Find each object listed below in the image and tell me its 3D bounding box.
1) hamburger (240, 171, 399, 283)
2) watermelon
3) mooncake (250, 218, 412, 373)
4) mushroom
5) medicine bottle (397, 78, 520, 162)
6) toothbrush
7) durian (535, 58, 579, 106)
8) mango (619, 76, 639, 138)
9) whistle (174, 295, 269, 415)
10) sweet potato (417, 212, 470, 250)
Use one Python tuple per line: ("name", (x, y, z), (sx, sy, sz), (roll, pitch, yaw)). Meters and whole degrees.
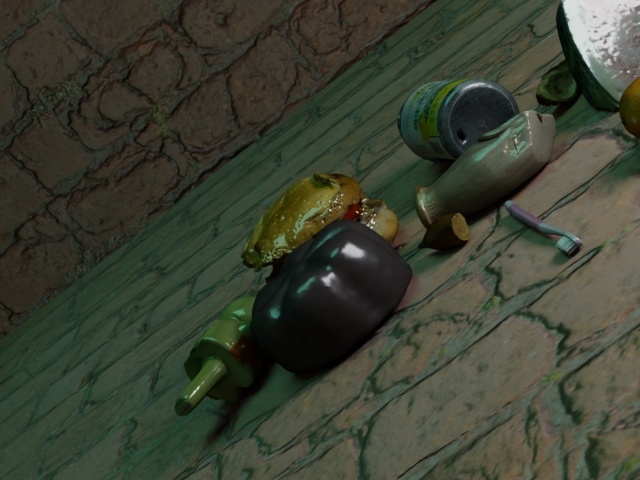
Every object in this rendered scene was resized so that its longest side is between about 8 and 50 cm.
("hamburger", (0.000, 0.000, 2.054), (0.244, 0.163, 0.244), (-39, 19, 16))
("watermelon", (0.468, -0.322, 1.952), (0.232, 0.193, 0.310), (-54, -9, 31))
("mooncake", (0.010, 0.080, 1.840), (0.245, 0.133, 0.245), (-44, 14, 14))
("mushroom", (0.245, -0.102, 1.874), (0.247, 0.096, 0.108), (-39, 38, 15))
("medicine bottle", (0.221, -0.200, 2.149), (0.141, 0.141, 0.293), (-41, 13, -7))
("toothbrush", (0.283, -0.019, 1.655), (0.025, 0.020, 0.286), (-45, 13, 3))
("durian", (0.384, -0.250, 2.045), (0.130, 0.066, 0.052), (-37, 10, -35))
("mango", (0.449, -0.177, 1.594), (0.115, 0.089, 0.165), (-36, 13, -31))
("whistle", (-0.138, 0.175, 1.942), (0.131, 0.106, 0.288), (-52, 0, 38))
("sweet potato", (0.175, -0.006, 1.851), (0.049, 0.049, 0.117), (-48, 10, -32))
